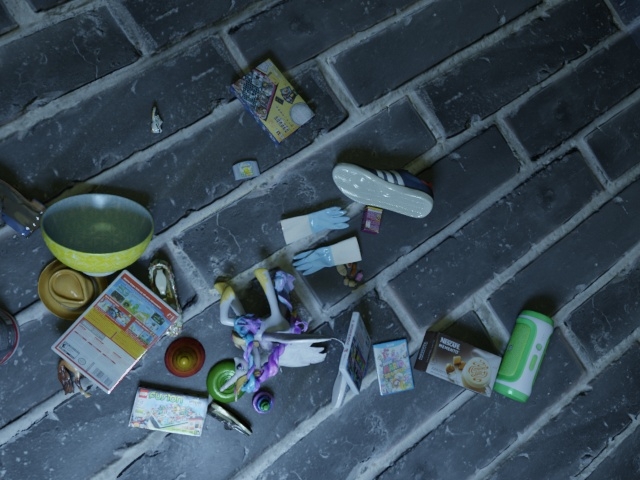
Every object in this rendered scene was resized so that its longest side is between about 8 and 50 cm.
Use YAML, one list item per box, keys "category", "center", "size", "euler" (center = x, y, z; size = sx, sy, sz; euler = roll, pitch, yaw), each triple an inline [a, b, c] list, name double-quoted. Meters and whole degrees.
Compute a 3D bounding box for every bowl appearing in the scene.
- category: "bowl"
  center: [-0.625, 0.007, 1.414]
  size: [0.290, 0.289, 0.156]
  euler: [10, 124, -13]

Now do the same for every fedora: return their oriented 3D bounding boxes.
- category: "fedora"
  center: [-0.712, 0.136, 1.433]
  size: [0.195, 0.079, 0.194]
  euler: [2, 83, -14]

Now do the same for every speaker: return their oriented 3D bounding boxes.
- category: "speaker"
  center: [0.698, 0.394, 1.723]
  size: [0.131, 0.131, 0.296]
  euler: [28, 77, -9]

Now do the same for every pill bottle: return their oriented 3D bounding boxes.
- category: "pill bottle"
  center: [-0.898, 0.255, 1.249]
  size: [0.177, 0.318, 0.176]
  euler: [1, 84, -13]

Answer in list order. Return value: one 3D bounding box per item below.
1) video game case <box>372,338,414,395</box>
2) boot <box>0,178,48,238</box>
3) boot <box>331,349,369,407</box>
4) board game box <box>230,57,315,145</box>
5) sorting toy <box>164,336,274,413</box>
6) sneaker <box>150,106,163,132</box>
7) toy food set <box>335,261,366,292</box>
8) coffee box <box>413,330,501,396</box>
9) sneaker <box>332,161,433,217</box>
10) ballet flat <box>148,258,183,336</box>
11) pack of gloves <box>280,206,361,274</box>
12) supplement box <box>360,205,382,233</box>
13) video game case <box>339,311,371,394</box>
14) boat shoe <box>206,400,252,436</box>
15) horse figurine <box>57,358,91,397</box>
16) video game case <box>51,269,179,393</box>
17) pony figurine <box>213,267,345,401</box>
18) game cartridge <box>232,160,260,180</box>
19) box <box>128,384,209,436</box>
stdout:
- category: "video game case"
  center: [0.242, 0.420, 1.666]
  size: [0.119, 0.015, 0.166]
  euler: [-7, 85, -14]
- category: "boot"
  center: [-0.887, -0.100, 1.418]
  size: [0.219, 0.082, 0.106]
  euler: [33, 74, -10]
- category: "boot"
  center: [0.098, 0.446, 1.598]
  size: [0.086, 0.069, 0.189]
  euler: [19, 76, -15]
- category: "board game box"
  center: [-0.157, -0.458, 1.661]
  size: [0.165, 0.042, 0.243]
  euler: [-40, 94, -15]
- category: "sorting toy"
  center: [-0.293, 0.413, 1.479]
  size: [0.366, 0.126, 0.127]
  euler: [32, 77, -7]
- category: "sneaker"
  center: [-0.513, -0.377, 1.573]
  size: [0.037, 0.032, 0.083]
  euler: [1, 88, -27]
- category: "toy food set"
  center: [0.101, 0.110, 1.669]
  size: [0.078, 0.019, 0.122]
  euler: [-23, 81, -16]
- category: "coffee box"
  center: [0.458, 0.410, 1.676]
  size: [0.247, 0.098, 0.141]
  euler: [24, 78, -10]
- category: "sneaker"
  center: [0.215, -0.196, 1.693]
  size: [0.350, 0.131, 0.148]
  euler: [22, 48, 1]
- category: "ballet flat"
  center: [-0.467, 0.173, 1.490]
  size: [0.091, 0.077, 0.240]
  euler: [-15, 87, -16]
- category: "pack of gloves"
  center: [0.000, 0.000, 1.654]
  size: [0.232, 0.046, 0.194]
  euler: [-15, 95, -10]
- category: "supplement box"
  center: [0.172, -0.068, 1.693]
  size: [0.055, 0.043, 0.083]
  euler: [14, 80, -12]
- category: "video game case"
  center: [0.107, 0.342, 1.511]
  size: [0.023, 0.201, 0.183]
  euler: [4, 55, 21]
- category: "boat shoe"
  center: [-0.274, 0.545, 1.507]
  size: [0.152, 0.056, 0.049]
  euler: [37, 81, 3]
- category: "horse figurine"
  center: [-0.645, 0.327, 1.433]
  size: [0.263, 0.066, 0.174]
  euler: [-38, 92, -15]
- category: "video game case"
  center: [-0.571, 0.254, 1.408]
  size: [0.204, 0.025, 0.285]
  euler: [41, 78, -5]
- category: "pony figurine"
  center: [-0.138, 0.267, 1.482]
  size: [0.351, 0.302, 0.363]
  euler: [-6, 63, -15]
- category: "game cartridge"
  center: [-0.242, -0.229, 1.626]
  size: [0.083, 0.017, 0.055]
  euler: [-14, 83, -15]
- category: "box"
  center: [-0.444, 0.502, 1.476]
  size: [0.207, 0.036, 0.114]
  euler: [13, 80, -12]
